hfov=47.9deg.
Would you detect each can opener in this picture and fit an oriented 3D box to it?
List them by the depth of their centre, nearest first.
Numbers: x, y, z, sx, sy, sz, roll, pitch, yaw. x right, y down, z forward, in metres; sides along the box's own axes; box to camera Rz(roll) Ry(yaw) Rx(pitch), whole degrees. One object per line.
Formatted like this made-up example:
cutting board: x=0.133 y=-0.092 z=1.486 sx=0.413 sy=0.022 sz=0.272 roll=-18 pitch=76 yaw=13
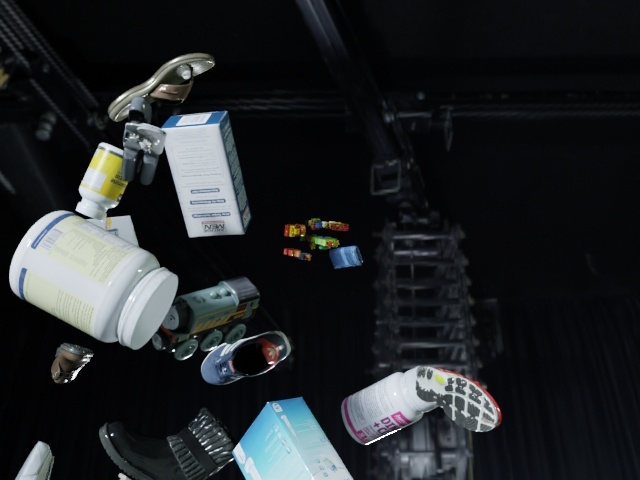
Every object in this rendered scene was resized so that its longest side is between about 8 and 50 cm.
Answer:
can opener: x=-0.342 y=-0.182 z=1.398 sx=0.074 sy=0.093 sz=0.280 roll=13 pitch=-20 yaw=-13

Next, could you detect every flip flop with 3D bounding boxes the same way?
flip flop: x=-0.359 y=-0.341 z=1.662 sx=0.277 sy=0.080 sz=0.112 roll=-31 pitch=-4 yaw=2

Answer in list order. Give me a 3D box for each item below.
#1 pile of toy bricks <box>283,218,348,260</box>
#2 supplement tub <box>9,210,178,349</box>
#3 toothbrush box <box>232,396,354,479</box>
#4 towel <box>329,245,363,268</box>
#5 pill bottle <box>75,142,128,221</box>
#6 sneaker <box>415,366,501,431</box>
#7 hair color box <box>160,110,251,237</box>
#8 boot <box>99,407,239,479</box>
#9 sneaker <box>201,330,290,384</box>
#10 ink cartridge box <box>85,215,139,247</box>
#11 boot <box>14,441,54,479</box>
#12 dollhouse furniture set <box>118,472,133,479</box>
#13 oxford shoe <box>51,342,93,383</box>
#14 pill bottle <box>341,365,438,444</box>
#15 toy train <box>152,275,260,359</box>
pile of toy bricks: x=0.000 y=0.000 z=2.054 sx=0.212 sy=0.118 sz=0.105 roll=-4 pitch=13 yaw=-45
supplement tub: x=-0.527 y=0.095 z=1.697 sx=0.325 sy=0.235 sz=0.235 roll=27 pitch=-35 yaw=7
toothbrush box: x=-0.068 y=0.580 z=1.812 sx=0.126 sy=0.295 sz=0.216 roll=4 pitch=-51 yaw=-44
towel: x=0.080 y=0.053 z=2.302 sx=0.119 sy=0.029 sz=0.067 roll=-9 pitch=-74 yaw=47
pill bottle: x=-0.545 y=-0.146 z=1.823 sx=0.103 sy=0.184 sz=0.103 roll=24 pitch=-2 yaw=1
sneaker: x=0.337 y=0.353 z=1.673 sx=0.118 sy=0.107 sz=0.279 roll=5 pitch=9 yaw=-27
hair color box: x=-0.322 y=-0.185 z=2.062 sx=0.174 sy=0.105 sz=0.347 roll=-3 pitch=-60 yaw=11
boot: x=-0.422 y=0.567 z=2.055 sx=0.260 sy=0.131 sz=0.348 roll=-44 pitch=-70 yaw=0
sneaker: x=-0.268 y=0.387 z=2.292 sx=0.350 sy=0.148 sz=0.131 roll=-28 pitch=-89 yaw=28
ink cartridge box: x=-0.659 y=0.011 z=2.173 sx=0.176 sy=0.127 sz=0.128 roll=-7 pitch=-17 yaw=-41
boot: x=-0.432 y=0.443 z=1.108 sx=0.123 sy=0.258 sz=0.095 roll=28 pitch=-52 yaw=-19
dollhouse furniture set: x=-0.671 y=0.750 z=2.106 sx=0.303 sy=0.198 sz=0.286 roll=-1 pitch=-38 yaw=52
oxford shoe: x=-0.628 y=0.313 z=1.814 sx=0.083 sy=0.096 sz=0.227 roll=21 pitch=-25 yaw=-18
pill bottle: x=0.219 y=0.507 z=2.236 sx=0.283 sy=0.160 sz=0.160 roll=-33 pitch=-47 yaw=25
toy train: x=-0.322 y=0.213 z=2.051 sx=0.334 sy=0.142 sz=0.190 roll=-12 pitch=-45 yaw=-45
